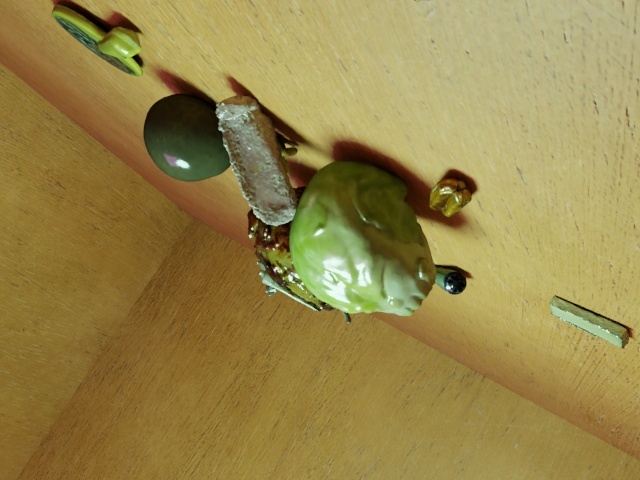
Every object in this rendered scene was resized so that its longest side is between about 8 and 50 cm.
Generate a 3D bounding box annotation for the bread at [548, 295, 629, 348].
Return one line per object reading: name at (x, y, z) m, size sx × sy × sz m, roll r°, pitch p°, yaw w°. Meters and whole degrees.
bread at (0.517, 0.157, 1.290) m, size 0.153 × 0.028 × 0.068 m, roll 27°, pitch 169°, yaw 35°

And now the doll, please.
doll at (-0.136, -0.204, 1.398) m, size 0.179 × 0.102 × 0.089 m, roll 29°, pitch -151°, yaw 15°

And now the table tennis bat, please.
table tennis bat at (-0.460, -0.421, 1.426) m, size 0.224 × 0.054 × 0.368 m, roll 38°, pitch 173°, yaw -35°

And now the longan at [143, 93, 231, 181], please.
longan at (-0.294, -0.225, 1.489) m, size 0.212 × 0.198 × 0.198 m, roll 35°, pitch 170°, yaw -22°

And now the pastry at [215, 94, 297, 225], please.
pastry at (-0.124, -0.160, 1.315) m, size 0.112 × 0.102 × 0.265 m, roll -101°, pitch -7°, yaw -73°

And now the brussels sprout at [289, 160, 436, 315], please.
brussels sprout at (0.074, 0.001, 1.268) m, size 0.273 × 0.242 × 0.317 m, roll -15°, pitch 112°, yaw 48°

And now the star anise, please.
star anise at (-0.039, 0.095, 1.626) m, size 0.227 × 0.219 × 0.148 m, roll -1°, pitch 172°, yaw -4°

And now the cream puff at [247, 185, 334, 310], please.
cream puff at (0.000, 0.002, 1.538) m, size 0.350 × 0.229 × 0.350 m, roll 35°, pitch -160°, yaw -14°

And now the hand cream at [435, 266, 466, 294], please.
hand cream at (0.295, 0.094, 1.625) m, size 0.086 × 0.055 × 0.235 m, roll 37°, pitch 177°, yaw -9°

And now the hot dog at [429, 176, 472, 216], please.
hot dog at (0.212, -0.071, 1.090) m, size 0.062 × 0.038 × 0.144 m, roll 28°, pitch 172°, yaw 6°

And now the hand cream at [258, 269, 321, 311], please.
hand cream at (-0.068, 0.114, 1.530) m, size 0.165 × 0.037 × 0.057 m, roll 30°, pitch -164°, yaw -5°
